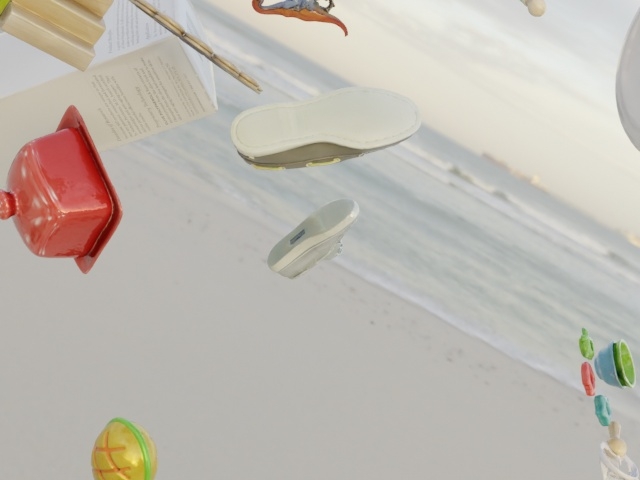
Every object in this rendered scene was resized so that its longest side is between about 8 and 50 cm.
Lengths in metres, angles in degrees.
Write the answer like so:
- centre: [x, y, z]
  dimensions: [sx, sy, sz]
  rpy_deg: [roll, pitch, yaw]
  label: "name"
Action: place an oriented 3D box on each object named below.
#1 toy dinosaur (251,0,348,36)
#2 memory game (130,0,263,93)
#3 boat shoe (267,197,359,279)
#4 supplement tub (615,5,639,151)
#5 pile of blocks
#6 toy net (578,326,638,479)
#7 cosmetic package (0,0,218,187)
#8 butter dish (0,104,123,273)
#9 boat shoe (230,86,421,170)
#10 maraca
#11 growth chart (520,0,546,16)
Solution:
- centre: [-0.026, -0.242, 0.914]
  dimensions: [0.047, 0.082, 0.090]
  rpy_deg: [91, -26, -75]
  label: "toy dinosaur"
- centre: [-0.143, -0.227, 1.027]
  dimensions: [0.186, 0.012, 0.186]
  rpy_deg: [35, 4, -3]
  label: "memory game"
- centre: [0.000, 0.001, 1.711]
  dimensions: [0.081, 0.227, 0.079]
  rpy_deg: [36, 33, -31]
  label: "boat shoe"
- centre: [0.397, -0.117, 0.712]
  dimensions: [0.272, 0.191, 0.191]
  rpy_deg: [15, 15, -23]
  label: "supplement tub"
- centre: [-0.321, -0.304, 0.760]
  dimensions: [0.362, 0.112, 0.149]
  rpy_deg: [36, 22, -15]
  label: "pile of blocks"
- centre: [0.383, 0.233, 1.159]
  dimensions: [0.045, 0.232, 0.122]
  rpy_deg: [-14, -32, 28]
  label: "toy net"
- centre: [-0.354, -0.239, 1.317]
  dimensions: [0.155, 0.365, 0.197]
  rpy_deg: [64, 12, -45]
  label: "cosmetic package"
- centre: [-0.318, -0.049, 1.027]
  dimensions: [0.118, 0.160, 0.160]
  rpy_deg: [-15, 70, -40]
  label: "butter dish"
- centre: [0.010, -0.176, 1.445]
  dimensions: [0.305, 0.109, 0.091]
  rpy_deg: [-6, -21, 1]
  label: "boat shoe"
- centre: [-0.317, 0.370, 1.425]
  dimensions: [0.099, 0.185, 0.127]
  rpy_deg: [-10, 33, -44]
  label: "maraca"
- centre: [0.094, -0.294, 0.758]
  dimensions: [0.237, 0.021, 0.172]
  rpy_deg: [39, 18, -21]
  label: "growth chart"
